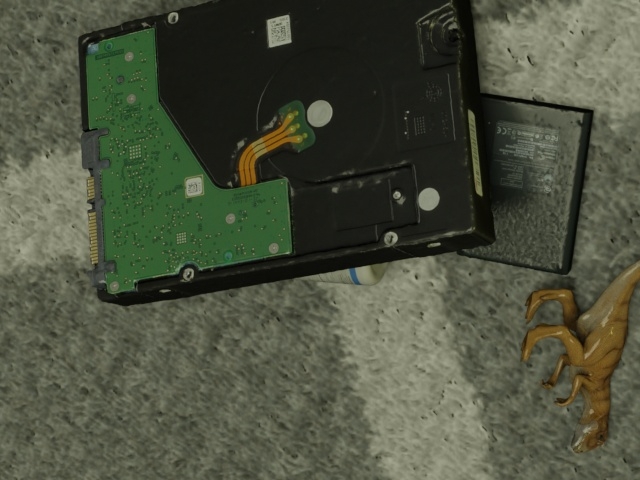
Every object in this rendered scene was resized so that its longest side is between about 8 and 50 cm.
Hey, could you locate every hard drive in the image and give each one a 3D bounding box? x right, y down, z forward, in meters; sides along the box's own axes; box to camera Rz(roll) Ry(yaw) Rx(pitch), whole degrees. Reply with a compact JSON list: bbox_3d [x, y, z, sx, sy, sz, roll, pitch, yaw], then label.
[{"bbox_3d":[0.164,-0.045,1.234,0.094,0.022,0.135,11,107,18],"label":"hard drive"},{"bbox_3d":[-0.035,-0.085,1.236,0.339,0.064,0.236,-11,75,22],"label":"hard drive"}]

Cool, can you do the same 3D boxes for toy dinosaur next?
[{"bbox_3d":[0.223,0.069,1.228,0.112,0.064,0.211,13,118,-1],"label":"toy dinosaur"}]

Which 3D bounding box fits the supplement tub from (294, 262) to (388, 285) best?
[{"bbox_3d":[0.000,0.000,1.282,0.107,0.071,0.071,5,105,21],"label":"supplement tub"}]
